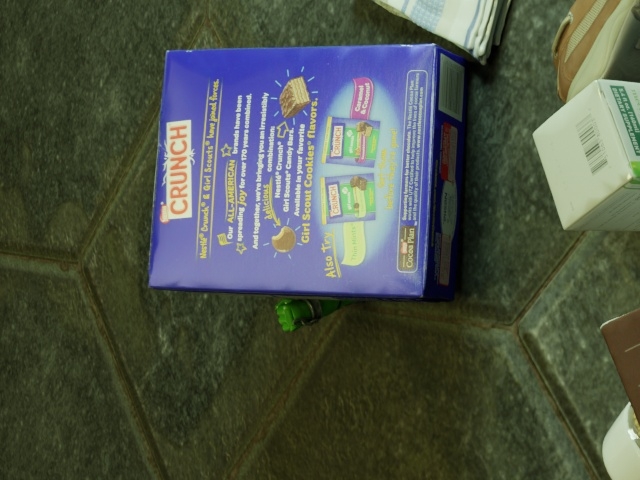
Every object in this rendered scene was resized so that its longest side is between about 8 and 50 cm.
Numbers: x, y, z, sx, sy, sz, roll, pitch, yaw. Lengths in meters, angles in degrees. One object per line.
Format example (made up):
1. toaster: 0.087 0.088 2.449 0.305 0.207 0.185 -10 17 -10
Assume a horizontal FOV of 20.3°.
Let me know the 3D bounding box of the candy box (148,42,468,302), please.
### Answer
1. candy box: -0.014 -0.071 1.915 0.317 0.122 0.268 2 85 22

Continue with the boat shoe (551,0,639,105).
1. boat shoe: 0.297 -0.241 1.609 0.324 0.123 0.116 -59 42 34

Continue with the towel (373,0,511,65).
1. towel: 0.124 -0.332 1.940 0.285 0.034 0.209 38 119 50

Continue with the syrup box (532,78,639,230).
1. syrup box: 0.303 -0.067 1.486 0.096 0.237 0.093 -42 56 49

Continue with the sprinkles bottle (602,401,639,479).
1. sprinkles bottle: 0.370 0.086 1.485 0.355 0.121 0.121 -61 43 35

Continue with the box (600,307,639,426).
1. box: 0.373 0.193 1.301 0.191 0.143 0.381 -33 72 41

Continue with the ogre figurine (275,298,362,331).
1. ogre figurine: 0.000 0.000 2.038 0.097 0.118 0.197 -37 61 44
